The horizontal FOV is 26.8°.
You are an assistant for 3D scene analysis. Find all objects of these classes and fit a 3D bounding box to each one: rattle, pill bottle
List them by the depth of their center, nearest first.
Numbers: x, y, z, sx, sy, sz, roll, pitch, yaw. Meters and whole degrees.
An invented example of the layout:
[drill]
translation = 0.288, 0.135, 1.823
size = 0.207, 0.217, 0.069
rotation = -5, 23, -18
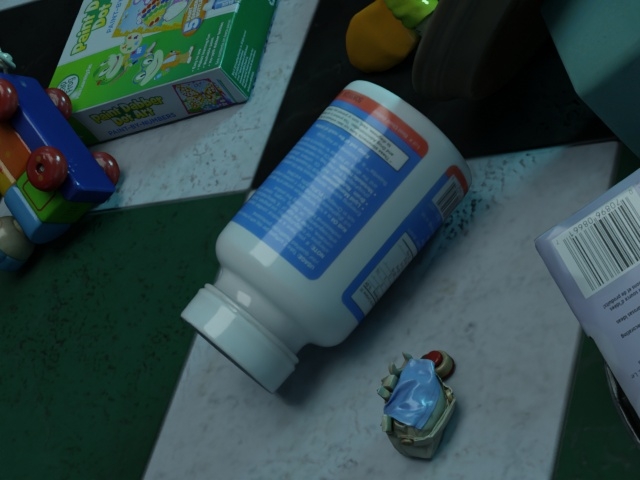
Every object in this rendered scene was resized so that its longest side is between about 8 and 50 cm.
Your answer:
[pill bottle]
translation = 0.000, 0.000, 0.999
size = 0.221, 0.124, 0.124
rotation = -49, 40, -8
[rattle]
translation = 0.118, -0.240, 1.157
size = 0.130, 0.143, 0.200
rotation = 23, 69, 3

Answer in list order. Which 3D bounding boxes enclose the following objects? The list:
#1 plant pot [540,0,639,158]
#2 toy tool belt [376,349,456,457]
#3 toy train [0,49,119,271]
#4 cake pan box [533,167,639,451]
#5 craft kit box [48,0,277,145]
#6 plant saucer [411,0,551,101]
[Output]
[plant pot]
translation = 0.278, -0.168, 0.893
size = 0.234, 0.165, 0.166
rotation = -35, 40, 23
[toy tool belt]
translation = 0.065, 0.103, 0.912
size = 0.052, 0.051, 0.083
rotation = -5, 53, 37
[toy train]
translation = -0.321, -0.101, 1.310
size = 0.143, 0.105, 0.248
rotation = -44, 72, 19
[cake pan box]
translation = 0.275, 0.037, 0.703
size = 0.267, 0.070, 0.246
rotation = -37, 61, 17
[craft kit box]
translation = -0.157, -0.224, 1.383
size = 0.246, 0.061, 0.250
rotation = -15, 48, 34
[plant saucer]
translation = 0.168, -0.207, 0.973
size = 0.041, 0.278, 0.278
rotation = 39, 83, 13
